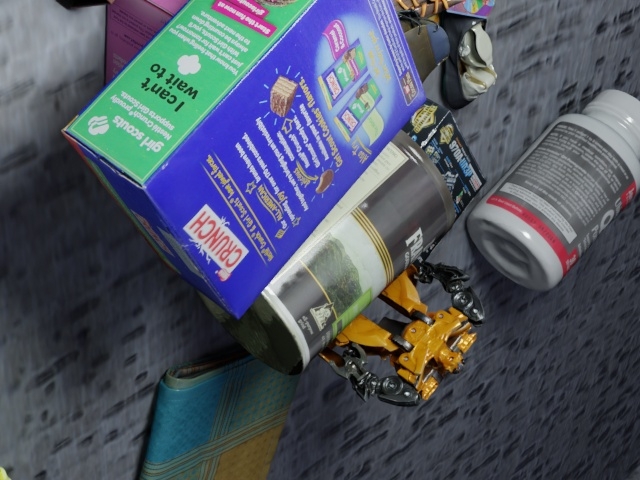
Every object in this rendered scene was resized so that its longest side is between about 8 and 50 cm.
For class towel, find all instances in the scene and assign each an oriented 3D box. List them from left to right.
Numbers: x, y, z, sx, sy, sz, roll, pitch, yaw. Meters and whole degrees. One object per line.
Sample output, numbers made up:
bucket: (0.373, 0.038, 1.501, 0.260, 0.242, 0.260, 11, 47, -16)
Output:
towel: (-0.152, 0.299, 1.962, 0.271, 0.040, 0.370, -16, 133, -46)

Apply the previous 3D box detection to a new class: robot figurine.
robot figurine: (0.075, 0.095, 1.843, 0.211, 0.291, 0.085, -49, 149, -12)

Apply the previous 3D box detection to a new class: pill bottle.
pill bottle: (0.392, -0.087, 2.236, 0.318, 0.176, 0.176, -46, 148, -16)

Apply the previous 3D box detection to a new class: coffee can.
coffee can: (0.000, 0.000, 1.737, 0.275, 0.201, 0.201, -43, 147, -21)

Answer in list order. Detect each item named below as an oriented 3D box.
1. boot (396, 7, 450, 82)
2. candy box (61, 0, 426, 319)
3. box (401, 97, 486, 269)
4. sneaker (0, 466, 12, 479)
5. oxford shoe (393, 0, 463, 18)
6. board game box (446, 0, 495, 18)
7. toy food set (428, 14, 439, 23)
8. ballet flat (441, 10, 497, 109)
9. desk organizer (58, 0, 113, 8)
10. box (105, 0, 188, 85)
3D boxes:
boot: (0.076, -0.238, 1.572, 0.106, 0.082, 0.219, -42, 147, -11)
candy box: (-0.060, -0.121, 1.388, 0.317, 0.122, 0.268, -50, 149, -14)
box: (0.142, -0.075, 2.015, 0.175, 0.051, 0.220, -52, 149, -8)
sneaker: (-0.379, 0.259, 1.498, 0.147, 0.145, 0.385, -53, 151, -6)
oxford shoe: (0.085, -0.298, 1.643, 0.364, 0.132, 0.130, -51, 149, -7)
board game box: (0.201, -0.353, 1.804, 0.168, 0.033, 0.133, -3, 95, -53)
toy food set: (0.102, -0.249, 1.807, 0.132, 0.038, 0.192, -56, 149, -1)
ballet flat: (0.203, -0.241, 1.930, 0.074, 0.074, 0.203, -42, 147, -23)
desk organizer: (-0.240, -0.253, 1.312, 0.050, 0.047, 0.130, -54, 149, -1)
box: (-0.110, -0.175, 1.501, 0.213, 0.117, 0.243, -28, 138, -39)
